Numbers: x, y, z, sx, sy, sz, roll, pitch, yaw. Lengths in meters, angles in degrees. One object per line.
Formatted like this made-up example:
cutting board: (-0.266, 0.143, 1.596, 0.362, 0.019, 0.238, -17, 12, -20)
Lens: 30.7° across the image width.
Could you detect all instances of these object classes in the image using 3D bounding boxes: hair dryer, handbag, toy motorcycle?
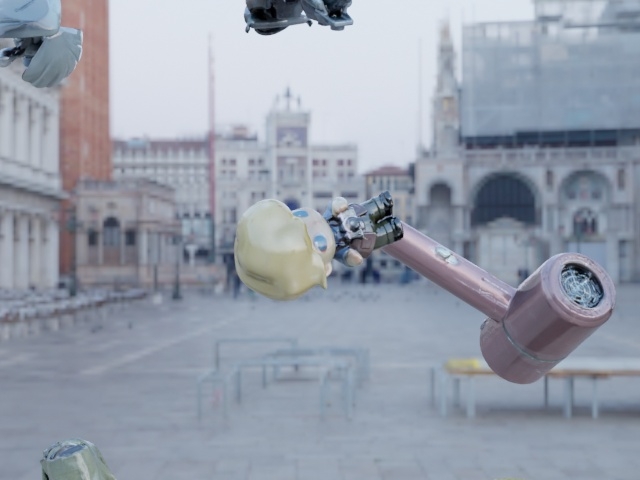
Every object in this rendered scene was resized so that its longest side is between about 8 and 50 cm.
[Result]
hair dryer: (0.239, 0.059, 1.730, 0.352, 0.125, 0.210, 30, -38, -4)
handbag: (-0.309, 0.394, 1.604, 0.109, 0.253, 0.316, -20, -1, -16)
toy motorcycle: (-0.037, -0.343, 1.599, 0.106, 0.159, 0.270, -14, 30, -30)

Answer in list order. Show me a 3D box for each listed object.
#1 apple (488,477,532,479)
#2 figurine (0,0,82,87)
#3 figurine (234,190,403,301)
apple: (0.235, 0.418, 1.364, 0.285, 0.286, 0.233, 0, 26, 3)
figurine: (-0.292, -0.203, 1.197, 0.082, 0.094, 0.086, 34, -30, 21)
figurine: (0.000, 0.000, 1.290, 0.196, 0.114, 0.108, -14, -8, -19)
